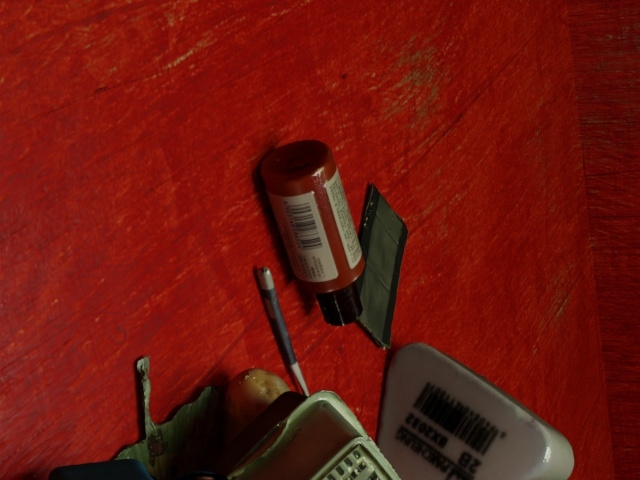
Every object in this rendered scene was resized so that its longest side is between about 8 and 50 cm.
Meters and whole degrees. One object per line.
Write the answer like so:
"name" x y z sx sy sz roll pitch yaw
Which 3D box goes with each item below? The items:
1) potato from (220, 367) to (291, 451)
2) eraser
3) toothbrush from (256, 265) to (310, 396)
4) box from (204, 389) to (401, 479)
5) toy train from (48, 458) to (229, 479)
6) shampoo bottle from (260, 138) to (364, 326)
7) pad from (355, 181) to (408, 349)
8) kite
"potato" -0.076 0.248 1.753 0.118 0.109 0.178 -34 124 -48
"eraser" 0.253 0.340 2.220 0.150 0.331 0.331 34 60 -60
"toothbrush" -0.047 0.155 1.918 0.026 0.024 0.288 -45 132 -38
"box" -0.001 0.333 1.656 0.220 0.166 0.290 -44 128 -13
"toy train" -0.176 0.382 1.372 0.188 0.265 0.300 -168 -105 -71
"shampoo bottle" 0.000 0.000 1.918 0.104 0.104 0.278 -59 141 -47
"pad" 0.095 0.044 2.219 0.174 0.022 0.233 46 48 -54
"kite" -0.193 0.266 1.621 0.323 0.013 0.268 -35 122 -58
